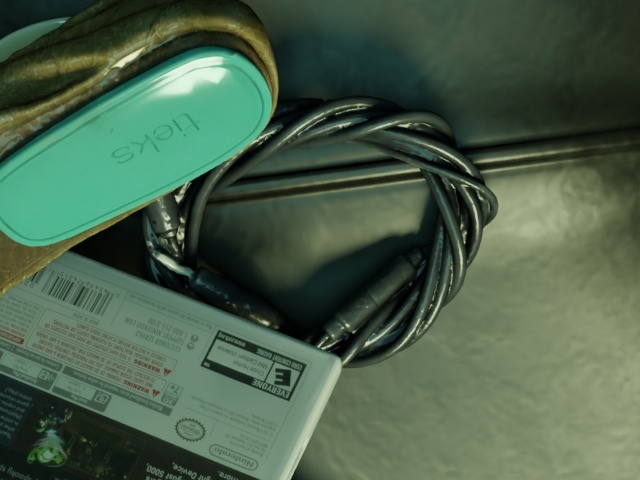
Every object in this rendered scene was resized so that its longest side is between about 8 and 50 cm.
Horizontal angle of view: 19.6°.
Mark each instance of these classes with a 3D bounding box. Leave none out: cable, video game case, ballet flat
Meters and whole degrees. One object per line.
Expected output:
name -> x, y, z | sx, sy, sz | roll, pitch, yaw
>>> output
cable -> 0.000, 0.000, 0.947 | 0.184, 0.047, 0.151 | -4, 102, 0
video game case -> -0.110, 0.098, 0.907 | 0.190, 0.022, 0.173 | 21, 63, 12
ballet flat -> -0.182, -0.031, 0.904 | 0.342, 0.124, 0.116 | -32, 131, 4
